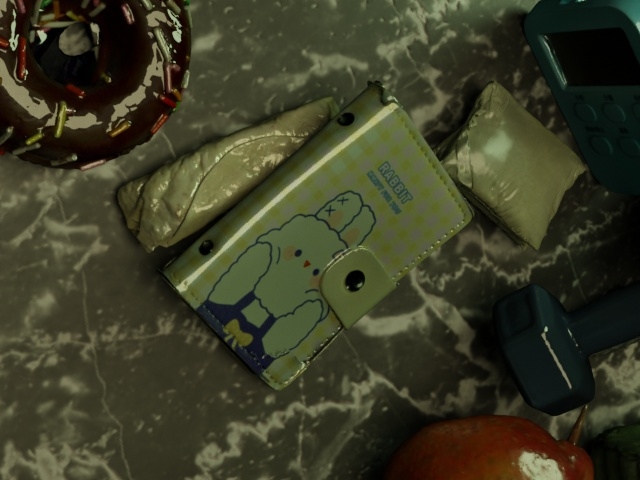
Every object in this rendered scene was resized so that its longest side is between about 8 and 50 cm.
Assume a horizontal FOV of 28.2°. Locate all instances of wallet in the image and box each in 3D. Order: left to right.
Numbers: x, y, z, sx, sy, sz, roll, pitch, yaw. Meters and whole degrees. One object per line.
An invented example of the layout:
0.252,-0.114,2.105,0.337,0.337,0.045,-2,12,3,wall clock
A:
0.000,0.000,1.384,0.309,0.077,0.223,-42,130,-7,wallet

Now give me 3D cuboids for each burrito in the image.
-0.085,-0.077,1.377,0.275,0.059,0.082,-27,91,-19,burrito

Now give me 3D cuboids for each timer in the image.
0.347,-0.169,1.463,0.091,0.232,0.250,-45,108,-11,timer

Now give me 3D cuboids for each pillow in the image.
0.225,-0.084,1.499,0.181,0.078,0.134,40,78,-22,pillow

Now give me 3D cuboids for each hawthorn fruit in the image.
0.205,0.282,1.429,0.262,0.210,0.210,-32,107,6,hawthorn fruit

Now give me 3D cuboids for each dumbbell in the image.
0.363,0.078,1.455,0.325,0.144,0.160,-26,94,19,dumbbell

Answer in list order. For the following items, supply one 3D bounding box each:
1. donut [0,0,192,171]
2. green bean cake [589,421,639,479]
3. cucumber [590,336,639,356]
-0.248,-0.200,1.274,0.269,0.103,0.270,-1,93,-23,donut
0.463,0.288,1.554,0.227,0.222,0.125,-5,97,-26,green bean cake
0.370,0.105,1.585,0.112,0.064,0.064,-26,104,-18,cucumber
